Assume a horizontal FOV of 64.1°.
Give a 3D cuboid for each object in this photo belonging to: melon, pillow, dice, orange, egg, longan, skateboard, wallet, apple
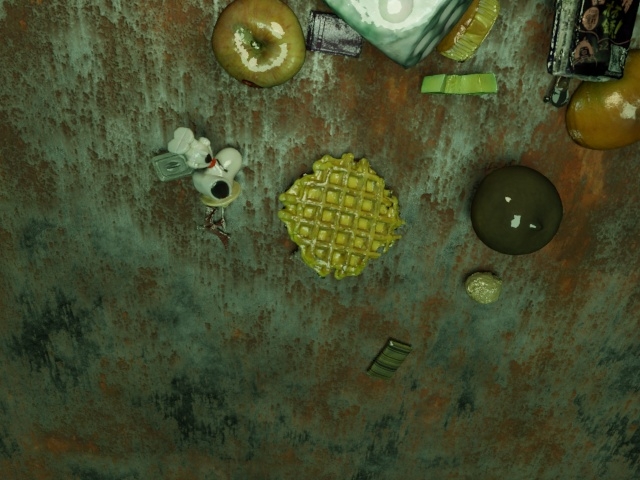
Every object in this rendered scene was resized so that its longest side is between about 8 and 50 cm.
[{"bbox_3d":[0.405,-0.464,1.517,0.209,0.118,0.064,-4,106,-13],"label":"melon"},{"bbox_3d":[0.278,0.489,2.071,0.113,0.038,0.203,22,116,-17],"label":"pillow"},{"bbox_3d":[0.193,-0.647,1.239,0.348,0.330,0.328,41,113,0],"label":"dice"},{"bbox_3d":[0.924,-0.419,1.572,0.274,0.274,0.310,44,140,-22],"label":"orange"},{"bbox_3d":[0.596,0.173,1.866,0.140,0.116,0.118,5,91,-9],"label":"egg"},{"bbox_3d":[0.617,-0.095,1.629,0.297,0.297,0.297,-1,119,-2],"label":"longan"},{"bbox_3d":[0.732,-0.477,1.537,0.067,0.080,0.151,7,116,1],"label":"skateboard"},{"bbox_3d":[0.043,-0.595,1.477,0.165,0.030,0.111,6,117,-6],"label":"wallet"},{"bbox_3d":[-0.166,-0.544,1.406,0.260,0.194,0.261,0,116,0],"label":"apple"}]

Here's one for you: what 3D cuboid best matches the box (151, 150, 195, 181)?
[{"bbox_3d":[-0.465,-0.247,1.632,0.122,0.062,0.089,-15,118,5],"label":"box"}]

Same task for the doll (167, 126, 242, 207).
[{"bbox_3d":[-0.357,-0.216,1.568,0.144,0.271,0.208,21,97,34],"label":"doll"}]

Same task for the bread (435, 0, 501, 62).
[{"bbox_3d":[0.400,-0.602,1.423,0.114,0.132,0.190,15,116,-26],"label":"bread"}]

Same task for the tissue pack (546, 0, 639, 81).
[{"bbox_3d":[0.754,-0.610,1.396,0.245,0.123,0.332,-4,107,-25],"label":"tissue pack"}]

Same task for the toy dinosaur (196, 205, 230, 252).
[{"bbox_3d":[-0.368,-0.052,1.759,0.108,0.032,0.220,-16,116,10],"label":"toy dinosaur"}]

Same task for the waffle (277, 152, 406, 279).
[{"bbox_3d":[0.072,-0.080,1.649,0.379,0.095,0.382,-39,101,-8],"label":"waffle"}]

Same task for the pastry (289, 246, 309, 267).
[{"bbox_3d":[0.000,0.009,1.760,0.103,0.112,0.265,29,114,-25],"label":"pastry"}]
